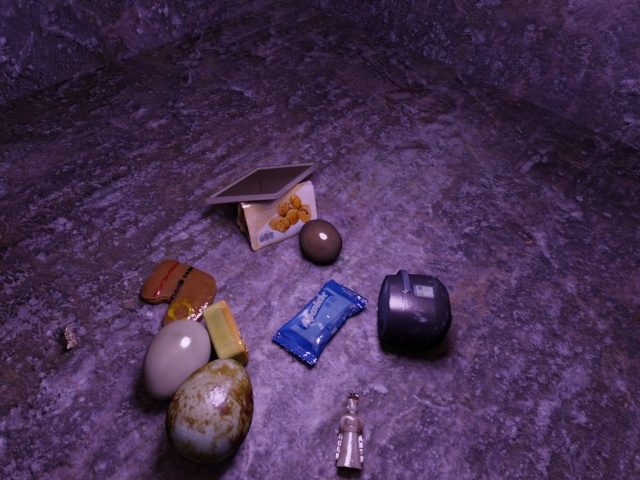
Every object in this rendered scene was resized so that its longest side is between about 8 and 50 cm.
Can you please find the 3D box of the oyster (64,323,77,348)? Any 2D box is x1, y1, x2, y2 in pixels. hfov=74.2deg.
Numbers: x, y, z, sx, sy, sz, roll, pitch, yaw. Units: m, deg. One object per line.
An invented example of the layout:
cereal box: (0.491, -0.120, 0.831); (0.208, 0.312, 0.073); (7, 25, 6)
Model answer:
oyster: (-0.832, 0.318, 1.409); (0.038, 0.080, 0.083); (3, 81, -30)

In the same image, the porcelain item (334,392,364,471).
porcelain item: (0.090, 0.570, 1.270); (0.084, 0.054, 0.213); (8, 51, -1)

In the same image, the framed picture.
framed picture: (-0.227, -0.247, 1.772); (0.325, 0.028, 0.446); (0, 25, 23)

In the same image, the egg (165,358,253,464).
egg: (-0.305, 0.477, 1.203); (0.238, 0.238, 0.290); (13, 43, 7)

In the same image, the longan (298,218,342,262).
longan: (0.000, 0.000, 1.669); (0.189, 0.189, 0.189); (2, 50, -2)

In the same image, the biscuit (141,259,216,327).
biscuit: (-0.530, 0.198, 1.537); (0.276, 0.052, 0.262); (22, 52, 13)

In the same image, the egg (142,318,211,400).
egg: (-0.446, 0.367, 1.315); (0.188, 0.189, 0.254); (15, 59, 8)

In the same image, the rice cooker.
rice cooker: (0.314, 0.237, 1.441); (0.224, 0.267, 0.267); (6, 50, -1)

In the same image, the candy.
candy: (0.005, 0.278, 1.498); (0.187, 0.077, 0.331); (29, 53, 27)

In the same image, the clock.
clock: (-0.313, 0.313, 1.398); (0.096, 0.143, 0.202); (-24, 56, -13)

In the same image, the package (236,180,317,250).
package: (-0.190, -0.126, 1.761); (0.311, 0.222, 0.165); (-23, 35, -22)
